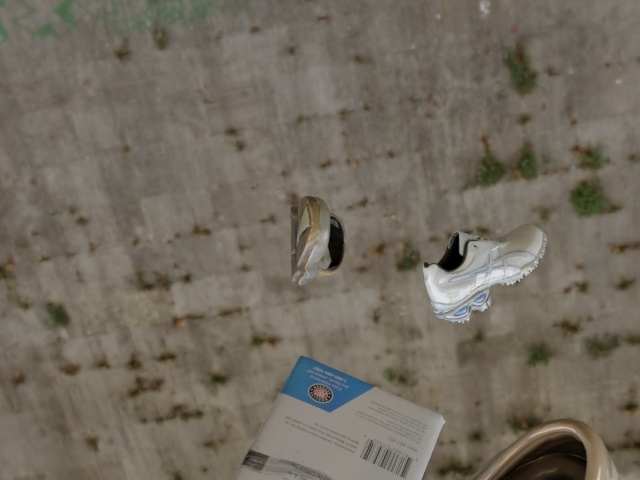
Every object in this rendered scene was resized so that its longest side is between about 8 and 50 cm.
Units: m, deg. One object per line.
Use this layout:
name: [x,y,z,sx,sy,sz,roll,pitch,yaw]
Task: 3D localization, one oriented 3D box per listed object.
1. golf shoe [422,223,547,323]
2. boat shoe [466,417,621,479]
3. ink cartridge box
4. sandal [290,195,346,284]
golf shoe: [0.191,0.017,1.071,0.176,0.086,0.069,-37,-161,-26]
boat shoe: [0.054,0.245,0.550,0.122,0.110,0.341,32,-106,36]
ink cartridge box: [0.005,0.343,1.243,0.223,0.129,0.307,23,-128,10]
sandal: [0.000,0.000,0.785,0.049,0.072,0.180,1,173,-6]
